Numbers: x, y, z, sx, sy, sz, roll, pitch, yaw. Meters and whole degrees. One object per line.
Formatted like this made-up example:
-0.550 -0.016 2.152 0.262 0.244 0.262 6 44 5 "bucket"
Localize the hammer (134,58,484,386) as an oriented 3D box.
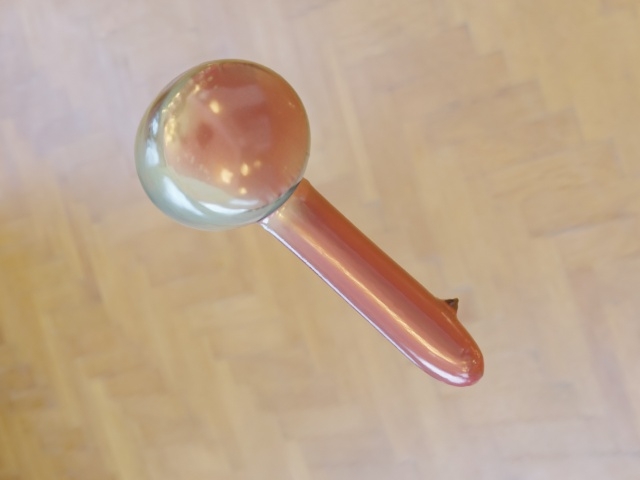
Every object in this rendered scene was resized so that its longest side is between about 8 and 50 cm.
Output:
0.000 0.000 0.338 0.083 0.031 0.052 43 173 -8 "hammer"
